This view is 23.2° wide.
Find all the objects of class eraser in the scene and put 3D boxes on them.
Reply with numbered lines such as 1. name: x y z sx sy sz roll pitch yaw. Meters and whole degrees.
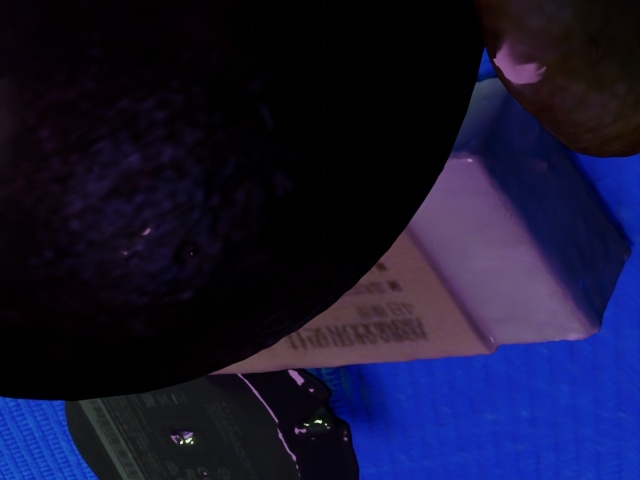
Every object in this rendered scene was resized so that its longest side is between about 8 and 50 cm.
1. eraser: 0.000 0.000 0.918 0.343 0.078 0.144 -8 130 43

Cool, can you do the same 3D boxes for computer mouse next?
1. computer mouse: -0.074 0.124 1.127 0.264 0.088 0.147 -3 120 43

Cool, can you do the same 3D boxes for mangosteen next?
1. mangosteen: -0.059 -0.139 0.577 0.435 0.382 0.382 -11 136 3
